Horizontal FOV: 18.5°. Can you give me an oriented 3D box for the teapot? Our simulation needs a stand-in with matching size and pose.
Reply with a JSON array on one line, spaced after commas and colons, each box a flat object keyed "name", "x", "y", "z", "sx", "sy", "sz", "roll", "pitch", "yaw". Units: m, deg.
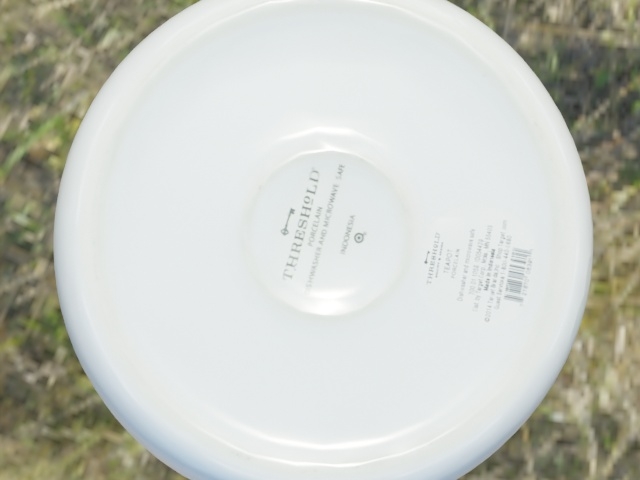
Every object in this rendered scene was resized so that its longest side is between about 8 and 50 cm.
[{"name": "teapot", "x": 0.000, "y": 0.000, "z": 0.903, "sx": 0.256, "sy": 0.187, "sz": 0.252, "roll": -33, "pitch": 87, "yaw": -4}]
